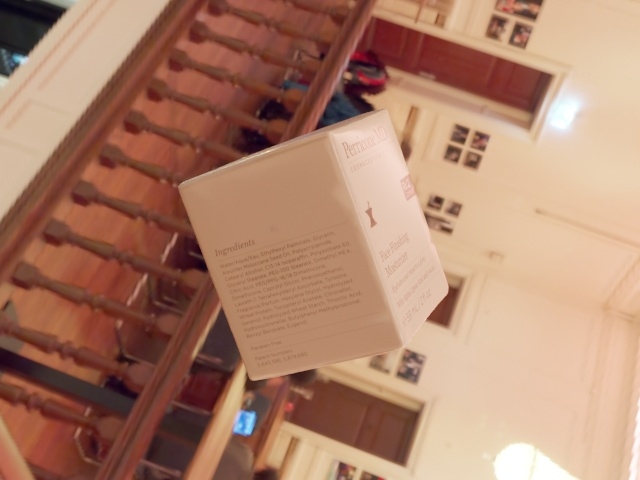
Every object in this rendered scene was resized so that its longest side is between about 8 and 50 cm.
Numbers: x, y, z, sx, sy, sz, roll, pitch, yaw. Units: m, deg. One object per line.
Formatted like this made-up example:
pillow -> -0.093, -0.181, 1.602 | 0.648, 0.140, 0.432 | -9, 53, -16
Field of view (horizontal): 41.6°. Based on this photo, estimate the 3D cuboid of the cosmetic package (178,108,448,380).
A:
cosmetic package -> 0.000, 0.000, 0.742 | 0.151, 0.151, 0.184 | -36, 108, -63
